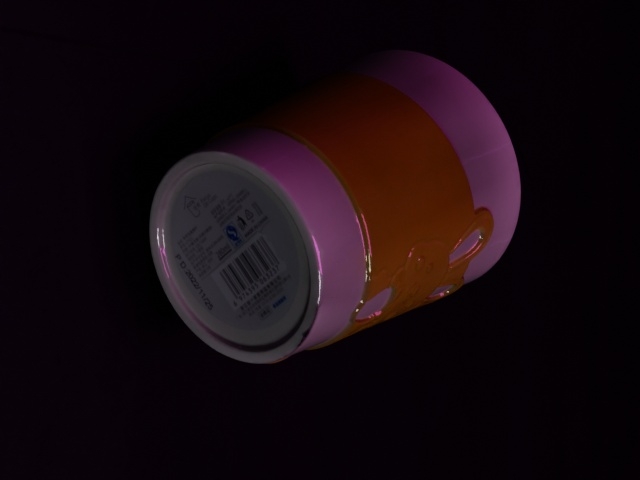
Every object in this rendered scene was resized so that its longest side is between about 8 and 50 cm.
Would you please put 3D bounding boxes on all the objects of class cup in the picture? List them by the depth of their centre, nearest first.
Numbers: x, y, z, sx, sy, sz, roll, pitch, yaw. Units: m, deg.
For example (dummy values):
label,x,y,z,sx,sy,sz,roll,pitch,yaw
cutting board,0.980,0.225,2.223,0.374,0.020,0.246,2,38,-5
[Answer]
label,x,y,z,sx,sy,sz,roll,pitch,yaw
cup,0.000,0.000,0.999,0.226,0.185,0.241,-26,147,-49
